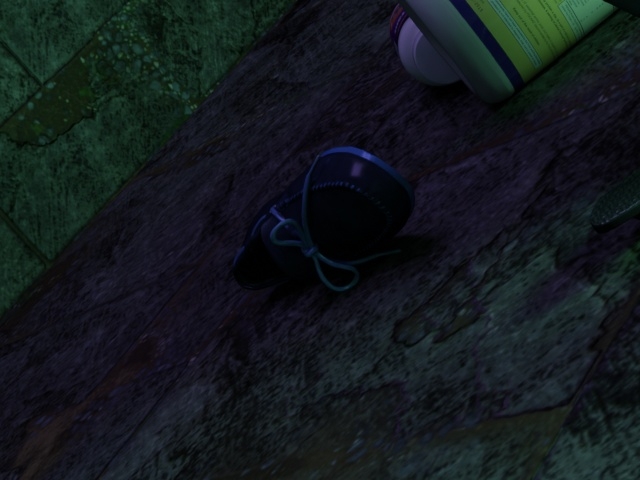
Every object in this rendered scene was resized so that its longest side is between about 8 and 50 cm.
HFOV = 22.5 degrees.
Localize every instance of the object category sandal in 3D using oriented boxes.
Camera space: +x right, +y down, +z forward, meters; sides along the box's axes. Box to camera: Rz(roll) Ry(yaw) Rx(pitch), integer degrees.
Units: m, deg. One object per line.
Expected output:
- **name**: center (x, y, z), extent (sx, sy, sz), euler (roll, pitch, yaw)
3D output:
- **sandal**: center (0.286, -0.044, 1.334), extent (0.067, 0.040, 0.179), euler (-16, 13, 44)

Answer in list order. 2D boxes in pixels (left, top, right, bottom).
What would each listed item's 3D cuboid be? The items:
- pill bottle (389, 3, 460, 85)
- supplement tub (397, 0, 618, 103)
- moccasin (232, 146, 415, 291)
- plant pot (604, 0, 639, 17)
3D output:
- **pill bottle**: center (0.151, -0.262, 2.097), extent (0.108, 0.108, 0.193), euler (-38, 16, 8)
- **supplement tub**: center (0.250, -0.344, 1.843), extent (0.331, 0.241, 0.241), euler (-39, 16, 5)
- **moccasin**: center (0.000, 0.000, 1.749), extent (0.117, 0.138, 0.342), euler (-52, 5, -22)
- **plant pot**: center (0.312, -0.319, 1.339), extent (0.341, 0.334, 0.341), euler (-59, 0, 0)
